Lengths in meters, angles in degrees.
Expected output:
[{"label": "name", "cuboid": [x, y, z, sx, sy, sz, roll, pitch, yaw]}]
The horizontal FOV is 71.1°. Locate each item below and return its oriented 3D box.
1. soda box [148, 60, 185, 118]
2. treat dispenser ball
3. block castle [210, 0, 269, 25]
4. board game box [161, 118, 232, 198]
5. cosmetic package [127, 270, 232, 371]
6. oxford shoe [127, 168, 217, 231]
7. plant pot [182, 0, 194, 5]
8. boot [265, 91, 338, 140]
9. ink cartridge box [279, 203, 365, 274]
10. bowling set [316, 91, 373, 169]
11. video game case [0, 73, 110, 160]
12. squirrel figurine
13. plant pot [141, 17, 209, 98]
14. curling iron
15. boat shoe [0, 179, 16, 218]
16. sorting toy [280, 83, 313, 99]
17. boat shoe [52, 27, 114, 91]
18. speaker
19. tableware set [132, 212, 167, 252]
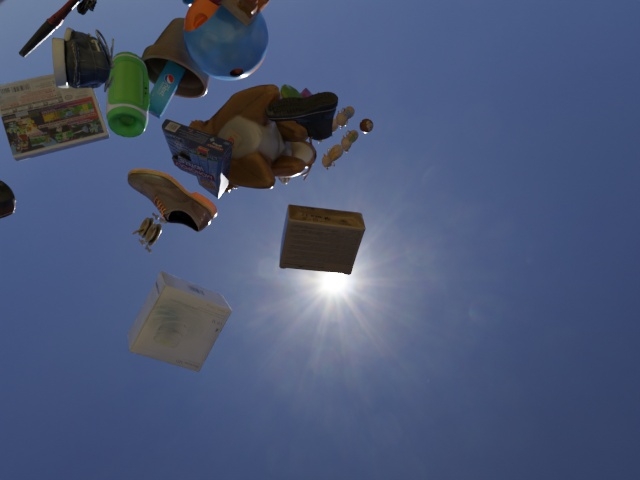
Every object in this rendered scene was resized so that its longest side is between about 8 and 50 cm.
[{"label": "soda box", "cuboid": [-0.603, -0.582, 1.732, 0.210, 0.071, 0.067, -64, -163, -6]}, {"label": "treat dispenser ball", "cuboid": [-0.322, -0.702, 1.540, 0.288, 0.288, 0.288, -10, -133, 11]}, {"label": "block castle", "cuboid": [-0.149, -0.883, 1.274, 0.453, 0.213, 0.303, -54, -167, -13]}, {"label": "board game box", "cuboid": [-0.316, -0.204, 1.183, 0.194, 0.194, 0.060, 21, -120, 11]}, {"label": "cosmetic package", "cuboid": [-0.434, 0.252, 1.381, 0.225, 0.224, 0.138, -61, -151, 2]}, {"label": "oxford shoe", "cuboid": [-0.583, -0.154, 1.701, 0.363, 0.130, 0.133, 25, -131, -1]}, {"label": "plant pot", "cuboid": [-0.392, -0.989, 1.533, 0.271, 0.255, 0.272, -18, -163, 6]}, {"label": "boot", "cuboid": [-0.049, -0.320, 1.228, 0.197, 0.137, 0.077, -10, -125, -10]}, {"label": "ink cartridge box", "cuboid": [0.000, 0.000, 1.378, 0.234, 0.193, 0.088, 7, -141, -11]}, {"label": "bowling set", "cuboid": [0.083, -0.426, 1.682, 0.199, 0.287, 0.154, -2, -149, 30]}, {"label": "video game case", "cuboid": [-0.610, -0.290, 1.019, 0.201, 0.023, 0.183, -20, -99, -16]}, {"label": "squirrel figurine", "cuboid": [-0.209, -0.293, 1.432, 0.396, 0.281, 0.370, -2, -176, 23]}, {"label": "plant pot", "cuboid": [-0.542, -0.727, 1.755, 0.263, 0.263, 0.229, 6, -107, 25]}, {"label": "curling iron", "cuboid": [-0.740, -0.609, 1.253, 0.274, 0.035, 0.068, -37, -113, 1]}, {"label": "boat shoe", "cuboid": [-0.894, -0.111, 1.092, 0.324, 0.120, 0.122, 20, -156, 9]}, {"label": "sorting toy", "cuboid": [-0.150, -0.524, 1.765, 0.126, 0.127, 0.365, -37, -179, 34]}, {"label": "boat shoe", "cuboid": [-0.373, -0.290, 0.717, 0.079, 0.095, 0.254, 0, -160, -24]}, {"label": "speaker", "cuboid": [-0.637, -0.486, 1.482, 0.131, 0.131, 0.297, -16, -120, 6]}, {"label": "tableware set", "cuboid": [-0.633, -0.038, 1.637, 0.194, 0.039, 0.128, 23, -95, 53]}]
